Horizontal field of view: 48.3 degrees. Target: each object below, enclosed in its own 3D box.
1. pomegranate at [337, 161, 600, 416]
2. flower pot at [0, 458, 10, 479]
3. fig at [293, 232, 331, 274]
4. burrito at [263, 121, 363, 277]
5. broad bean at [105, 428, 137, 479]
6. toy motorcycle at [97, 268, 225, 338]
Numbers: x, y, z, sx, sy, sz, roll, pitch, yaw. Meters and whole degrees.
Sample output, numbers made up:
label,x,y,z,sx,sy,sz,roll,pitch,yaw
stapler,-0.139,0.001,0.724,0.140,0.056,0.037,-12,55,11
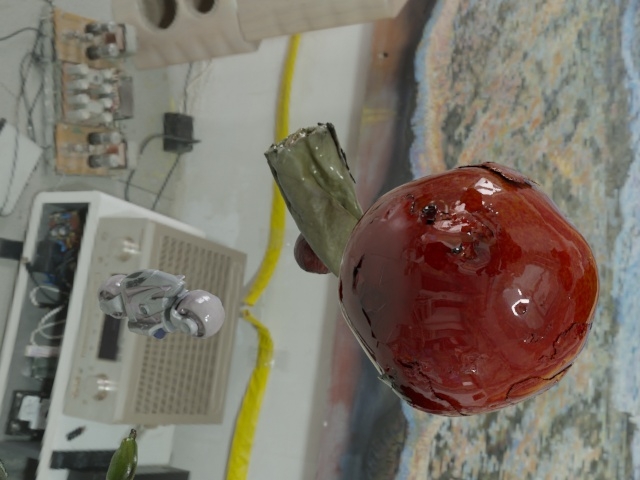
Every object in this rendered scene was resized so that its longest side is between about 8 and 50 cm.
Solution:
label,x,y,z,sx,sy,sz,roll,pitch,yaw
pomegranate,0.125,0.040,0.601,0.235,0.210,0.210,7,85,-63
flower pot,-0.446,0.337,0.768,0.236,0.141,0.235,-7,106,-27
fig,-0.003,0.017,1.671,0.150,0.129,0.128,84,16,-73
burrito,0.021,-0.051,1.318,0.135,0.190,0.331,-28,98,-13
broad bean,-0.417,0.494,1.468,0.048,0.070,0.213,23,75,-46
toy motorcycle,-0.258,0.091,1.125,0.112,0.254,0.112,-18,111,-54
